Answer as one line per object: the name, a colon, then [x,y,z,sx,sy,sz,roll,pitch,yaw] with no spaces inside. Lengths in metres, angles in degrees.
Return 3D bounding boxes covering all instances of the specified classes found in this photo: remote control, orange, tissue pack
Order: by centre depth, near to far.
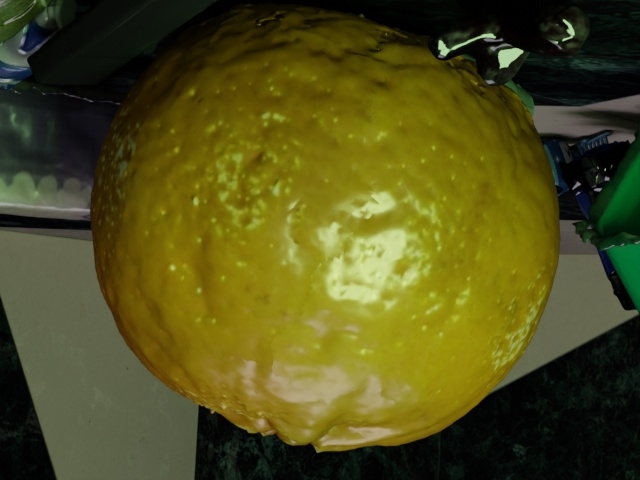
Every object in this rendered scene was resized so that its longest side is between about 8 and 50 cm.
remote control: [-0.124,-0.143,1.247,0.063,0.025,0.245,-1,169,-28]
orange: [0.000,0.000,1.343,0.340,0.293,0.340,14,168,3]
tissue pack: [-0.327,-0.090,1.604,0.343,0.125,0.242,4,-177,-27]

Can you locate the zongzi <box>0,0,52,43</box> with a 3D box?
zongzi: [-0.187,-0.139,0.969,0.130,0.062,0.154,-41,164,10]

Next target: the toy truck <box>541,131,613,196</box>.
toy truck: [0.246,-0.078,1.919,0.074,0.063,0.136,-16,178,-12]

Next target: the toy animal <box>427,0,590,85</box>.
toy animal: [0.017,-0.151,0.834,0.210,0.121,0.117,11,155,-17]

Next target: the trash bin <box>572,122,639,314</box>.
trash bin: [0.374,0.056,1.404,0.295,0.259,0.381,-3,134,48]

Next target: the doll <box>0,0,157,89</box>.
doll: [-0.226,-0.140,1.409,0.227,0.057,0.114,-3,176,43]

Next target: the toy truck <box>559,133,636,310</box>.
toy truck: [0.344,-0.041,1.770,0.213,0.161,0.177,-17,-174,44]

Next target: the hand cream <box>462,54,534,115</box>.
hand cream: [0.104,-0.122,1.465,0.078,0.050,0.205,6,172,31]
